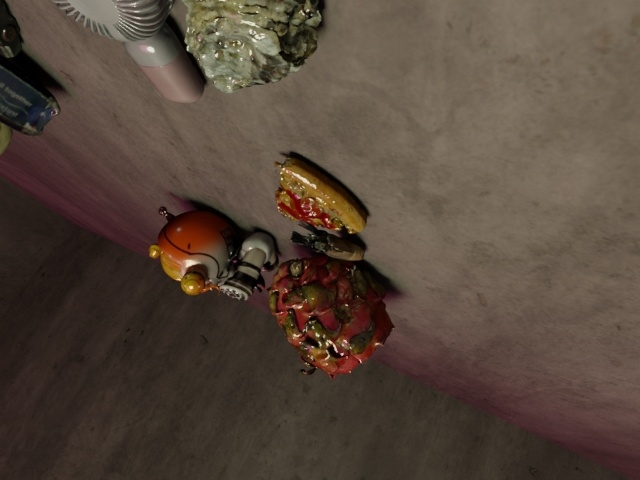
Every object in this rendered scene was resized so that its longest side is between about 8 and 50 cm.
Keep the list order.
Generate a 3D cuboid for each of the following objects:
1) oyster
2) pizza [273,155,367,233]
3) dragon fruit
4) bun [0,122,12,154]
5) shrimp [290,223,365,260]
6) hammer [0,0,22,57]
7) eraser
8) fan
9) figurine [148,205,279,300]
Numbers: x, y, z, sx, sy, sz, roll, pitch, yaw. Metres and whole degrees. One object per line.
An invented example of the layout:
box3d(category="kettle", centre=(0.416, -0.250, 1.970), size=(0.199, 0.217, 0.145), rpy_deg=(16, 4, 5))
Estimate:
box3d(category="oyster", centre=(-0.063, -0.183, 0.368), size=(0.125, 0.064, 0.177), rpy_deg=(5, -178, -2))
box3d(category="pizza", centre=(-0.029, -0.061, 0.706), size=(0.188, 0.062, 0.199), rpy_deg=(37, 160, -21))
box3d(category="dragon fruit", centre=(0.006, 0.158, 0.945), size=(0.291, 0.250, 0.269), rpy_deg=(42, 154, 3))
box3d(category="bun", centre=(-0.909, -0.281, 0.880), size=(0.364, 0.202, 0.364), rpy_deg=(19, 161, 7))
box3d(category="shrimp", centre=(0.000, 0.000, 0.793), size=(0.152, 0.046, 0.219), rpy_deg=(19, 180, 25))
box3d(category="hammer", centre=(-0.642, -0.430, 0.601), size=(0.365, 0.043, 0.111), rpy_deg=(35, 161, -15))
box3d(category="eraser", centre=(-0.630, -0.319, 0.679), size=(0.155, 0.101, 0.332), rpy_deg=(36, 174, 31))
box3d(category="fan", centre=(-0.207, -0.247, 0.455), size=(0.130, 0.074, 0.244), rpy_deg=(10, 162, 13))
box3d(category="figurine", centre=(-0.287, 0.028, 1.069), size=(0.323, 0.196, 0.320), rpy_deg=(14, -161, 7))
